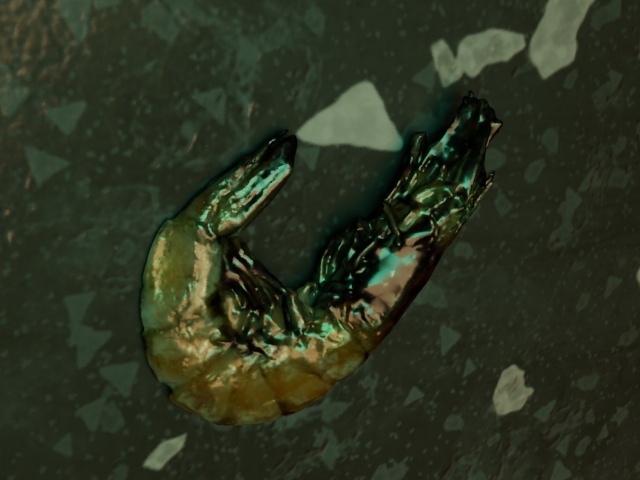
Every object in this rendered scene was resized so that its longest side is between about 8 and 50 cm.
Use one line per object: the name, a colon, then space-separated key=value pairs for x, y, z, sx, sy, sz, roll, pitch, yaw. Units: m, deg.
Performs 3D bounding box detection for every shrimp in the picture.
shrimp: x=0.000 y=0.000 z=0.827 sx=0.233 sy=0.071 sz=0.365 roll=39 pitch=92 yaw=-32
